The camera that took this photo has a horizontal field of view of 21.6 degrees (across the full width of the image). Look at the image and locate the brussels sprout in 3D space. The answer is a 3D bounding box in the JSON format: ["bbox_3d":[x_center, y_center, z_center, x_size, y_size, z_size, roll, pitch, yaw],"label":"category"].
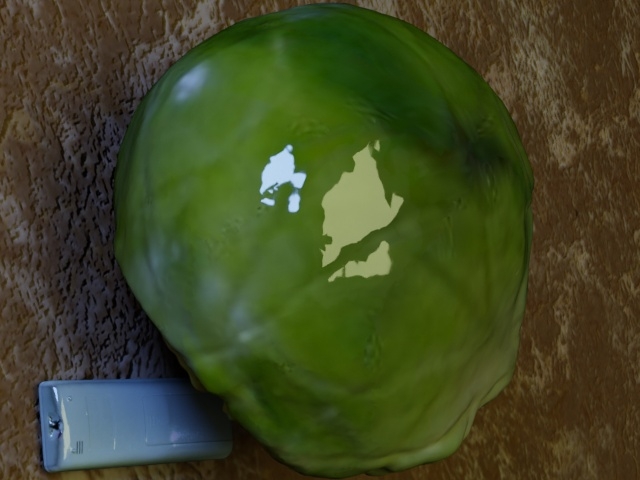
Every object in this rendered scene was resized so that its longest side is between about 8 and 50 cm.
[{"bbox_3d":[0.000,0.000,1.141,0.344,0.268,0.344,-24,119,-53],"label":"brussels sprout"}]

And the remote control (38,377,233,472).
[{"bbox_3d":[-0.120,0.122,1.129,0.162,0.029,0.061,3,76,-51],"label":"remote control"}]
